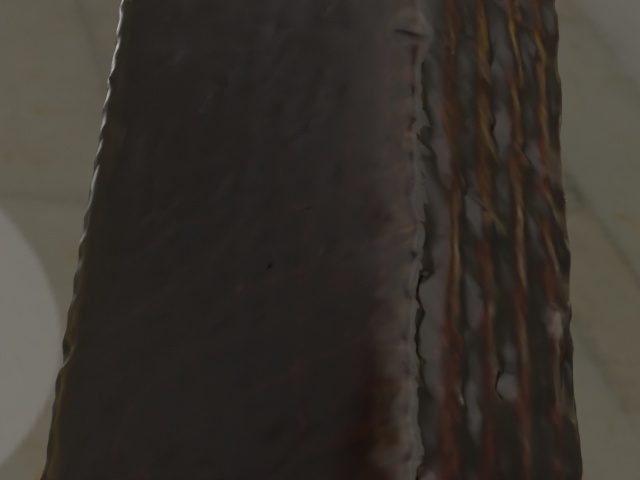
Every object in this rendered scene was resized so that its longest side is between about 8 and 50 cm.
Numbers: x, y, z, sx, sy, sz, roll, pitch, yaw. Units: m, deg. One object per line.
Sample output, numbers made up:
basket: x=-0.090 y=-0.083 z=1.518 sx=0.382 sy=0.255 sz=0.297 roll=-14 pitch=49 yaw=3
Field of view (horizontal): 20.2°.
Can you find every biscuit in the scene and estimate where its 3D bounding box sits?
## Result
biscuit: x=0.000 y=0.000 z=0.444 sx=0.073 sy=0.107 sz=0.388 roll=42 pitch=-143 yaw=-38
